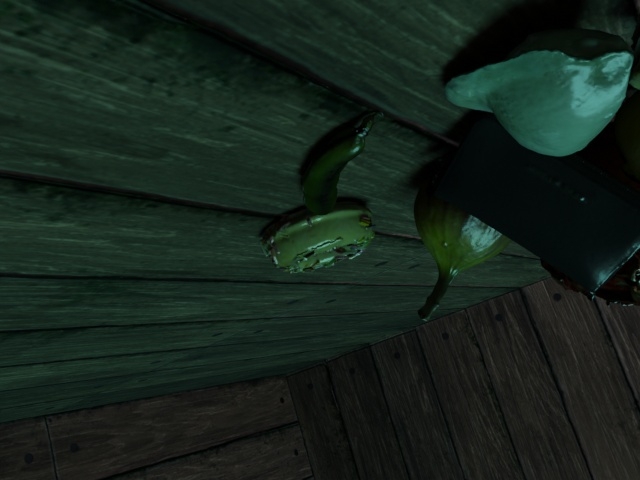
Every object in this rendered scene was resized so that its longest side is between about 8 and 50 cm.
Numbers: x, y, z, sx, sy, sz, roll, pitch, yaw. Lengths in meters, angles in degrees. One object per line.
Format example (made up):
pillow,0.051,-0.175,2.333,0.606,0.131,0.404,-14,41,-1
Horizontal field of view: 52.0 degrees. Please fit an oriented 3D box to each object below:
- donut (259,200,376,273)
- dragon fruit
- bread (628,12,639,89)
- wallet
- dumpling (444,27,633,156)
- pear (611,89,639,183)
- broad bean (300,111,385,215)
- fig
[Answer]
donut,0.000,0.000,0.969,0.175,0.068,0.174,-16,164,-5
dragon fruit,0.409,-0.030,0.894,0.245,0.298,0.244,-10,136,-10
bread,0.399,-0.168,0.513,0.111,0.246,0.239,-59,170,-18
wallet,0.256,-0.050,0.771,0.044,0.250,0.149,-46,167,-43
dumpling,0.212,-0.152,0.640,0.104,0.149,0.217,-57,168,1
pear,0.460,-0.164,0.718,0.267,0.267,0.178,-15,133,-8
broad bean,0.013,-0.077,0.767,0.069,0.039,0.227,-17,166,-22
fig,0.183,-0.012,0.935,0.230,0.143,0.160,-51,156,23
